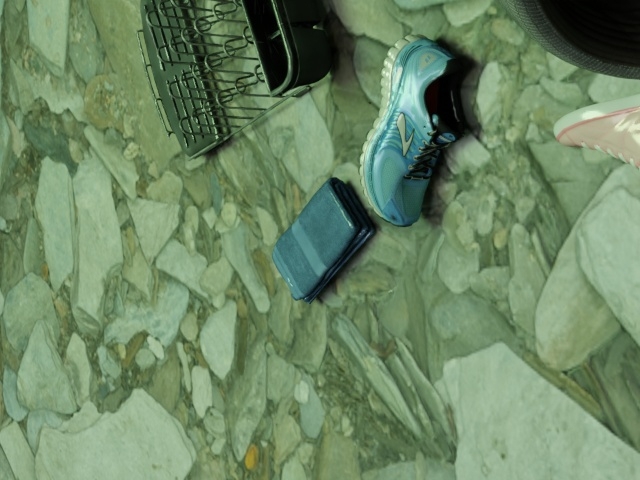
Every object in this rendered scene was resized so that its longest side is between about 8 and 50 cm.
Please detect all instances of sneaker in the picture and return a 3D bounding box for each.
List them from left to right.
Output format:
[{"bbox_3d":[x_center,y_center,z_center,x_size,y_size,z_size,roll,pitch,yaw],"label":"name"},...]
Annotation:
[{"bbox_3d":[0.081,-0.085,1.339,0.073,0.063,0.162,25,116,41],"label":"sneaker"},{"bbox_3d":[0.227,-0.068,1.175,0.134,0.051,0.070,-12,82,46],"label":"sneaker"}]

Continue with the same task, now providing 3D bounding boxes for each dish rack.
[{"bbox_3d":[-0.103,-0.198,1.526,0.271,0.074,0.208,-28,75,49],"label":"dish rack"}]

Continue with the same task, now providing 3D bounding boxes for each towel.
[{"bbox_3d":[0.000,0.000,1.475,0.119,0.029,0.067,-51,59,42],"label":"towel"}]

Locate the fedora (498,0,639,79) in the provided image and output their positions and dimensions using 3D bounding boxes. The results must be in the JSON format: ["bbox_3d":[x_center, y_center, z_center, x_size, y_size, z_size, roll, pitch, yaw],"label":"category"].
[{"bbox_3d":[0.220,-0.233,1.039,0.275,0.244,0.124,65,-164,-51],"label":"fedora"}]
